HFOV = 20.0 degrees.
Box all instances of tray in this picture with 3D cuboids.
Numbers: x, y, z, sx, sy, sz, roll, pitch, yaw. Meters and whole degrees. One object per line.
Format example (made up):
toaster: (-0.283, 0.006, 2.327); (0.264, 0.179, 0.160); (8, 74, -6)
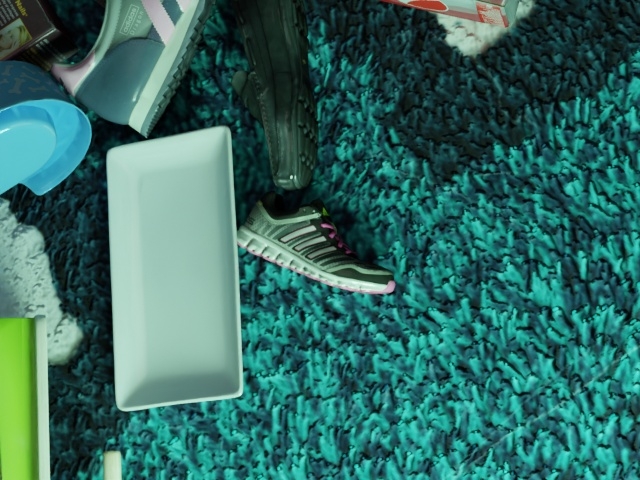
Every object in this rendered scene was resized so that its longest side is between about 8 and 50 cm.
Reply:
tray: (-0.140, 0.029, 1.799); (0.145, 0.030, 0.270); (-9, 77, 24)

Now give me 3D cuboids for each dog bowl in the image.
dog bowl: (-0.374, -0.073, 1.814); (0.297, 0.166, 0.074); (-31, 63, 3)

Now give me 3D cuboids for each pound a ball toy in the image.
pound a ball toy: (-0.290, 0.237, 1.764); (0.208, 0.136, 0.319); (0, 77, -15)

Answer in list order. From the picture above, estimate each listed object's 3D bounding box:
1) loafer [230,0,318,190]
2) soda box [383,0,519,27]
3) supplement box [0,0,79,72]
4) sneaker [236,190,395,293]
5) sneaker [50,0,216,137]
loafer: (-0.049, -0.152, 1.811); (0.078, 0.076, 0.223); (-10, 72, 14)
soda box: (0.073, -0.289, 1.808); (0.263, 0.083, 0.092); (15, 83, 12)
supplement box: (-0.359, -0.194, 1.870); (0.188, 0.081, 0.104); (-33, 75, 3)
sneaker: (0.000, 0.000, 1.773); (0.170, 0.063, 0.075); (22, 90, 19)
sneaker: (-0.163, -0.272, 1.826); (0.131, 0.112, 0.319); (23, 82, 1)
